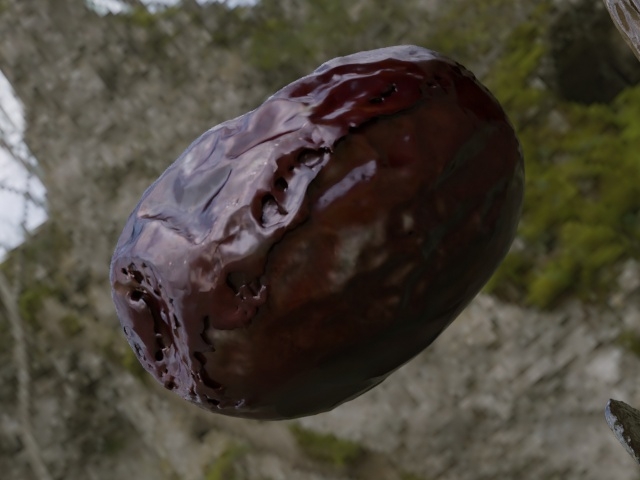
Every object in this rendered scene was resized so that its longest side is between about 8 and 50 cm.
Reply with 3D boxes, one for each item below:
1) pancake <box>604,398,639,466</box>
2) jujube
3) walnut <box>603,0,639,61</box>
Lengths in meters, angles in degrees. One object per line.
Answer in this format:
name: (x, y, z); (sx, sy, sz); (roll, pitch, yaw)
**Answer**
pancake: (0.213, 0.141, 1.130); (0.011, 0.115, 0.115); (-44, -34, 13)
jujube: (0.000, 0.000, 1.048); (0.243, 0.183, 0.183); (-31, -33, -25)
walnut: (0.306, -0.218, 1.203); (0.252, 0.313, 0.277); (-25, 1, 31)
